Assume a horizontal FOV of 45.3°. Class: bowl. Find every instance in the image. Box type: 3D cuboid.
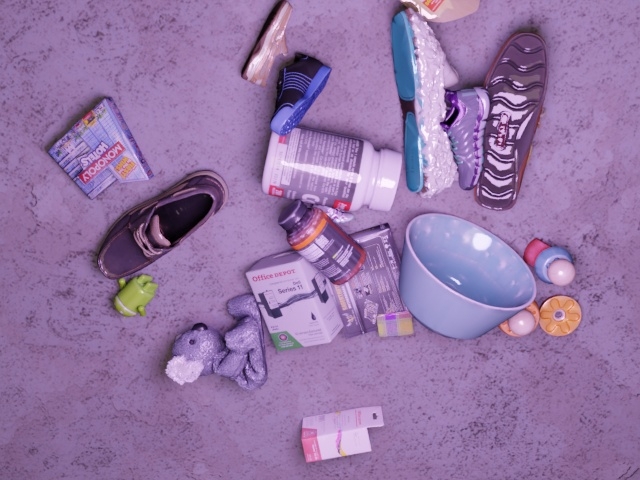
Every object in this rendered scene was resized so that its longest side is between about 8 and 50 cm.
[{"bbox_3d":[0.295,0.098,1.685,0.312,0.311,0.163,23,123,-6],"label":"bowl"}]

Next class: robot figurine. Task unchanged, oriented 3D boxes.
[{"bbox_3d":[-0.434,0.131,1.791,0.115,0.067,0.101,-44,73,11],"label":"robot figurine"}]

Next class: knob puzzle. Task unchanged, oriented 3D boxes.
[{"bbox_3d":[0.257,-0.551,1.630,0.213,0.030,0.213,0,104,0],"label":"knob puzzle"}]

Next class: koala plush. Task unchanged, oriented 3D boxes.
[{"bbox_3d":[-0.240,0.257,1.766,0.221,0.196,0.203,-7,114,-2],"label":"koala plush"}]

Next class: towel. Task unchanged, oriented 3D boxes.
[{"bbox_3d":[0.174,0.194,1.777,0.083,0.009,0.060,-8,106,3],"label":"towel"}]

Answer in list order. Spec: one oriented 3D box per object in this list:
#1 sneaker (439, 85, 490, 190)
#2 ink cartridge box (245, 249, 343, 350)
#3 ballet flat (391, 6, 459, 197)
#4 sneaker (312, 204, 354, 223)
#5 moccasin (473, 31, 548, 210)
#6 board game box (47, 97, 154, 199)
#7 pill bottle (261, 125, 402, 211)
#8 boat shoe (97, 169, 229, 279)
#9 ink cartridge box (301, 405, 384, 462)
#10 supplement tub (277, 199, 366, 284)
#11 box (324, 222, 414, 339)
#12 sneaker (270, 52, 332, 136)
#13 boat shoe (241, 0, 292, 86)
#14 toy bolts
[{"bbox_3d":[0.289,-0.213,1.610,0.098,0.083,0.223,-3,113,-11],"label":"sneaker"},{"bbox_3d":[-0.059,0.135,1.756,0.153,0.087,0.208,-14,105,29],"label":"ink cartridge box"},{"bbox_3d":[0.236,-0.297,1.657,0.147,0.147,0.409,-6,109,2],"label":"ballet flat"},{"bbox_3d":[0.026,-0.075,1.750,0.098,0.038,0.069,-3,105,1],"label":"sneaker"},{"bbox_3d":[0.415,-0.256,1.660,0.139,0.147,0.380,5,109,14],"label":"moccasin"},{"bbox_3d":[-0.479,-0.182,1.715,0.194,0.060,0.194,-39,100,9],"label":"board game box"},{"bbox_3d":[0.024,-0.153,1.667,0.283,0.161,0.161,12,104,-2],"label":"pill bottle"},{"bbox_3d":[-0.366,-0.032,1.716,0.355,0.130,0.132,-38,101,9],"label":"boat shoe"},{"bbox_3d":[0.058,0.464,1.850,0.198,0.115,0.067,-11,103,4],"label":"ink cartridge box"},{"bbox_3d":[0.000,0.000,1.662,0.106,0.106,0.198,-43,110,10],"label":"supplement tub"},{"bbox_3d":[0.108,0.096,1.785,0.183,0.056,0.231,-18,104,6],"label":"box"},{"bbox_3d":[-0.063,-0.310,1.615,0.090,0.232,0.081,29,141,5],"label":"sneaker"},{"bbox_3d":[-0.100,-0.422,1.655,0.072,0.068,0.190,24,114,-18],"label":"boat shoe"},{"bbox_3d":[0.524,0.129,1.738,0.218,0.158,0.228,19,104,-4],"label":"toy bolts"}]
